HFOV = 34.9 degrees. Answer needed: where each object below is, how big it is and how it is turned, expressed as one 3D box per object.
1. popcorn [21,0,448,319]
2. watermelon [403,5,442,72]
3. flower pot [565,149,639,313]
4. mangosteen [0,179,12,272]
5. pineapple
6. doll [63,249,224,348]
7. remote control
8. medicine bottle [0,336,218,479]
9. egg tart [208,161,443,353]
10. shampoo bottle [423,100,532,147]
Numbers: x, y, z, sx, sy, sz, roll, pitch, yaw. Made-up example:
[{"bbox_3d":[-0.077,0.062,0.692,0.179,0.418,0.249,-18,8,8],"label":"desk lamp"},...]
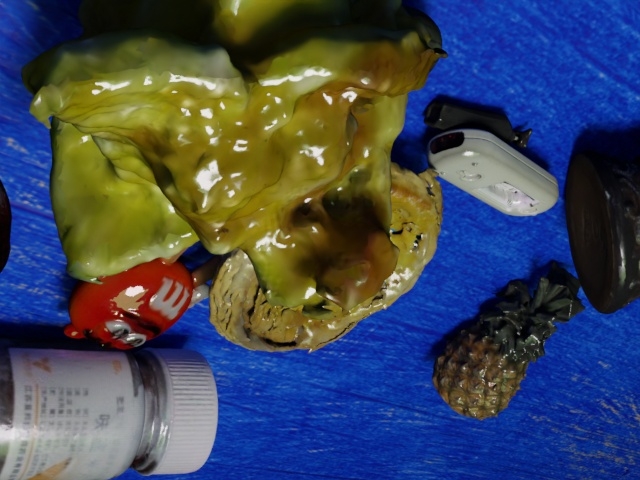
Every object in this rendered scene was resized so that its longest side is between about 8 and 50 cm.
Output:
[{"bbox_3d":[-0.088,-0.109,0.783,0.321,0.290,0.326,28,119,-35],"label":"popcorn"},{"bbox_3d":[0.058,-0.177,0.931,0.111,0.078,0.078,-6,142,-19],"label":"watermelon"},{"bbox_3d":[0.439,-0.026,1.178,0.267,0.266,0.266,-7,143,0],"label":"flower pot"},{"bbox_3d":[-0.356,-0.023,0.839,0.210,0.209,0.209,-13,143,-10],"label":"mangosteen"},{"bbox_3d":[0.262,0.135,1.410,0.128,0.128,0.248,11,127,-36],"label":"pineapple"},{"bbox_3d":[-0.187,0.048,1.100,0.217,0.085,0.183,-30,145,-2],"label":"doll"},{"bbox_3d":[0.196,-0.071,1.140,0.078,0.042,0.221,-14,158,35],"label":"remote control"},{"bbox_3d":[-0.271,0.197,1.179,0.273,0.165,0.165,7,136,-31],"label":"medicine bottle"},{"bbox_3d":[0.000,0.000,1.106,0.291,0.107,0.290,-22,142,-18],"label":"egg tart"},{"bbox_3d":[0.172,-0.122,1.097,0.137,0.027,0.048,11,144,-36],"label":"shampoo bottle"}]
